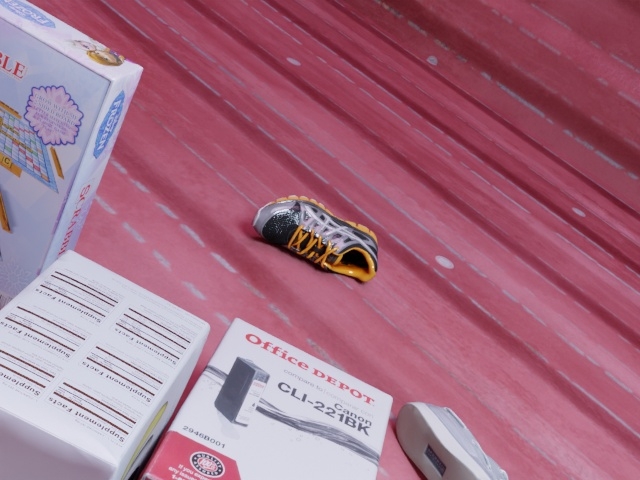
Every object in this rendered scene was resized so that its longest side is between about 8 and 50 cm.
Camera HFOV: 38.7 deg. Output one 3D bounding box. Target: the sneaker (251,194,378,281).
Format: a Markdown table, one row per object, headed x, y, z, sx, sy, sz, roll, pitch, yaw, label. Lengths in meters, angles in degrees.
| x | y | z | sx | sy | sz | roll | pitch | yaw | label |
| --- | --- | --- | --- | --- | --- | --- | --- | --- | --- |
| 0.000 | 0.000 | 1.352 | 0.215 | 0.084 | 0.083 | 16 | 34 | -24 | sneaker |

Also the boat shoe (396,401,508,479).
| x | y | z | sx | sy | sz | roll | pitch | yaw | label |
| --- | --- | --- | --- | --- | --- | --- | --- | --- | --- |
| 0.173 | 0.268 | 1.045 | 0.081 | 0.079 | 0.227 | 3 | 33 | -32 | boat shoe |

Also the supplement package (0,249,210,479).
| x | y | z | sx | sy | sz | roll | pitch | yaw | label |
| --- | --- | --- | --- | --- | --- | --- | --- | --- | --- |
| -0.218 | 0.155 | 0.751 | 0.149 | 0.194 | 0.203 | 28 | 28 | 0 | supplement package |

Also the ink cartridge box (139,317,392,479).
| x | y | z | sx | sy | sz | roll | pitch | yaw | label |
| --- | --- | --- | --- | --- | --- | --- | --- | --- | --- |
| -0.053 | 0.219 | 0.881 | 0.197 | 0.114 | 0.273 | 27 | 26 | -1 | ink cartridge box |

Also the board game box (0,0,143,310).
| x | y | z | sx | sy | sz | roll | pitch | yaw | label |
| --- | --- | --- | --- | --- | --- | --- | --- | --- | --- |
| -0.378 | -0.111 | 0.933 | 0.319 | 0.318 | 0.066 | 31 | 27 | 4 | board game box |
